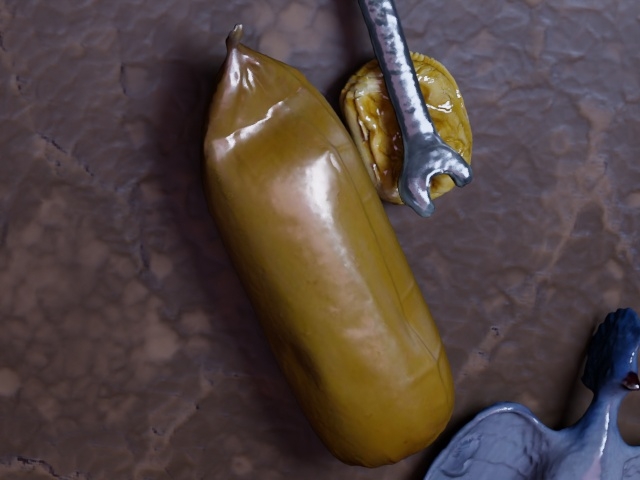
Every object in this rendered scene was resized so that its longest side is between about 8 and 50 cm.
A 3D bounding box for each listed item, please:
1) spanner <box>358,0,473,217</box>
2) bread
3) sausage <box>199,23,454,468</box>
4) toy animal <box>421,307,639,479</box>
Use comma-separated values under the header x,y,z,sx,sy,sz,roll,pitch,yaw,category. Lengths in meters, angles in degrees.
x,y,z,sx,sy,sz,roll,pitch,yaw,category
0.043,-0.140,1.328,0.054,0.015,0.254,-18,93,-5,spanner
0.061,-0.078,1.372,0.083,0.044,0.110,-23,110,-5,bread
-0.006,0.002,1.353,0.112,0.112,0.328,-24,109,-1,sausage
0.192,0.181,1.458,0.239,0.176,0.255,16,138,-10,toy animal
